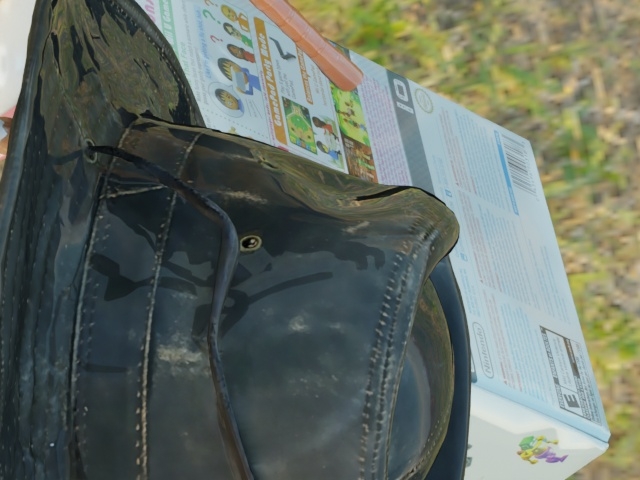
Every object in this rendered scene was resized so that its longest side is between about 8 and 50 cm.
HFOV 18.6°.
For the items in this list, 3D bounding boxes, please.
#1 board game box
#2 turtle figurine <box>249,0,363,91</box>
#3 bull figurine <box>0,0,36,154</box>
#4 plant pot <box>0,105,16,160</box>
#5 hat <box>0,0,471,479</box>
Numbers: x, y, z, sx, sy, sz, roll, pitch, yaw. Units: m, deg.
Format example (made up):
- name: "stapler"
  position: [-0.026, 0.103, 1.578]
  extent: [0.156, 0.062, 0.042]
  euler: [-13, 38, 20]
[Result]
- name: "board game box"
  position: [0.000, 0.000, 1.047]
  extent: [0.303, 0.097, 0.224]
  euler: [25, 39, -35]
- name: "turtle figurine"
  position: [0.010, -0.199, 0.625]
  extent: [0.269, 0.217, 0.087]
  euler: [60, 20, -13]
- name: "bull figurine"
  position: [-0.164, -0.172, 0.900]
  extent: [0.101, 0.310, 0.188]
  euler: [-10, 59, -33]
- name: "plant pot"
  position: [-0.340, -0.223, 1.687]
  extent: [0.275, 0.275, 0.243]
  euler: [-50, 127, -26]
- name: "hat"
  position: [-0.014, 0.040, 0.680]
  extent: [0.134, 0.331, 0.331]
  euler: [-7, 89, 8]
